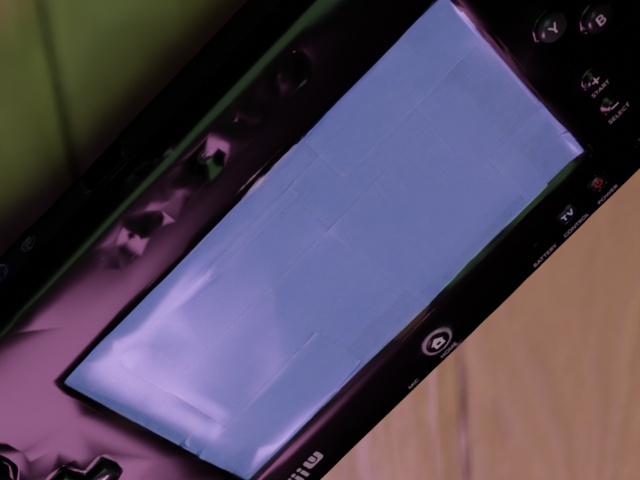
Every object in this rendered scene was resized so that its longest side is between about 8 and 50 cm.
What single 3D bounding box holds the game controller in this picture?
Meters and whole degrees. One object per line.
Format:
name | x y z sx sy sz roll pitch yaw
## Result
game controller | 0.000 0.000 0.457 0.319 0.067 0.166 -45 125 7
